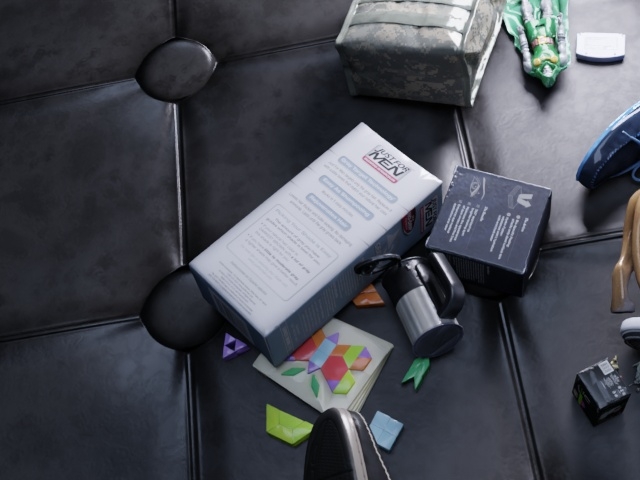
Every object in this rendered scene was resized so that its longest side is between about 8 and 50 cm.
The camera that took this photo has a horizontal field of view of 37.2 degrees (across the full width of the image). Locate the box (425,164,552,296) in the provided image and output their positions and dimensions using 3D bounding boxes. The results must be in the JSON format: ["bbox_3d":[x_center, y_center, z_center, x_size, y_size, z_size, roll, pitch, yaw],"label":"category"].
[{"bbox_3d":[0.265,-0.015,1.494,0.158,0.093,0.156,16,66,19],"label":"box"}]

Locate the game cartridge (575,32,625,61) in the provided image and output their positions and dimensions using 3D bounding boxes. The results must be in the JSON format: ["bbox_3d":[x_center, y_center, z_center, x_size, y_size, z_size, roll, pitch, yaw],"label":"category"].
[{"bbox_3d":[0.491,-0.339,1.670,0.083,0.017,0.056,5,60,12],"label":"game cartridge"}]

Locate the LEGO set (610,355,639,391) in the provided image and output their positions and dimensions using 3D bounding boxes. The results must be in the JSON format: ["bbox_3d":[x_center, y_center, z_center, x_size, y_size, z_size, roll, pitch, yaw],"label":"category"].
[{"bbox_3d":[0.463,0.193,1.388,0.083,0.023,0.054,3,63,11],"label":"LEGO set"}]

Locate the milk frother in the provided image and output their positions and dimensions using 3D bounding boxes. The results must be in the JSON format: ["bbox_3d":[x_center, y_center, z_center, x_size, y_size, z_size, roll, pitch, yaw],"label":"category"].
[{"bbox_3d":[0.130,0.089,1.422,0.143,0.129,0.135,-8,49,-19],"label":"milk frother"}]

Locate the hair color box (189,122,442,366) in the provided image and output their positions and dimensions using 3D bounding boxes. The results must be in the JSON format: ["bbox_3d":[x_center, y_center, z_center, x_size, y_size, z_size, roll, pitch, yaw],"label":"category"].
[{"bbox_3d":[0.000,0.000,1.503,0.374,0.114,0.185,-41,61,-17],"label":"hair color box"}]

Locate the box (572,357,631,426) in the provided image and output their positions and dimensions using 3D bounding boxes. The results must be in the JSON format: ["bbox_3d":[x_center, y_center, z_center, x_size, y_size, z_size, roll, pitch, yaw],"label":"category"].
[{"bbox_3d":[0.398,0.217,1.353,0.052,0.083,0.062,-25,61,-5],"label":"box"}]

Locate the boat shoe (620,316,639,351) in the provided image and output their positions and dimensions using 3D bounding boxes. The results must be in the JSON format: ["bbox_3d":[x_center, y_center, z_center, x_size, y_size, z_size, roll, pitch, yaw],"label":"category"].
[{"bbox_3d":[0.537,0.179,1.358,0.228,0.080,0.076,20,66,11],"label":"boat shoe"}]

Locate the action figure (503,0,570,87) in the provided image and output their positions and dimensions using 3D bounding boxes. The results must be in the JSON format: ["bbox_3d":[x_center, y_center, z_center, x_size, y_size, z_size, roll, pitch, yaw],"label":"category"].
[{"bbox_3d":[0.388,-0.362,1.673,0.137,0.063,0.232,-12,57,16],"label":"action figure"}]

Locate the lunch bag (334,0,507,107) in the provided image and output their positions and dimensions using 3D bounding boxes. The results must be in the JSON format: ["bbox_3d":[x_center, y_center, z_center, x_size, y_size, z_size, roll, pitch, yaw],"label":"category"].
[{"bbox_3d":[0.188,-0.394,1.667,0.235,0.169,0.287,10,60,22],"label":"lunch bag"}]

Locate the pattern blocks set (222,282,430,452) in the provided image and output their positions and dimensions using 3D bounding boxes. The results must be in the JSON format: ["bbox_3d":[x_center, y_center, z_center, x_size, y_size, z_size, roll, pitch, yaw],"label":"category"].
[{"bbox_3d":[0.003,0.181,1.475,0.324,0.026,0.286,15,66,17],"label":"pattern blocks set"}]

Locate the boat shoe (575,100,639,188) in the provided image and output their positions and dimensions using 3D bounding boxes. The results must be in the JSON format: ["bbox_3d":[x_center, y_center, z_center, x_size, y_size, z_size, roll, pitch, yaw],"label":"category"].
[{"bbox_3d":[0.521,-0.167,1.524,0.258,0.109,0.089,-42,67,-10],"label":"boat shoe"}]

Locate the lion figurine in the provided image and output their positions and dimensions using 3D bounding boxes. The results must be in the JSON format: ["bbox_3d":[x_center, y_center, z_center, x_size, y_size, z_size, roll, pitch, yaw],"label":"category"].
[{"bbox_3d":[0.505,-0.013,1.323,0.142,0.392,0.240,-2,84,31],"label":"lion figurine"}]

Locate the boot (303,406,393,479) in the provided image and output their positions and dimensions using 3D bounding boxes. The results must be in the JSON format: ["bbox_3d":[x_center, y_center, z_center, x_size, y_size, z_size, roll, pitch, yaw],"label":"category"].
[{"bbox_3d":[0.148,0.386,1.204,0.284,0.138,0.378,-1,58,-31],"label":"boot"}]
